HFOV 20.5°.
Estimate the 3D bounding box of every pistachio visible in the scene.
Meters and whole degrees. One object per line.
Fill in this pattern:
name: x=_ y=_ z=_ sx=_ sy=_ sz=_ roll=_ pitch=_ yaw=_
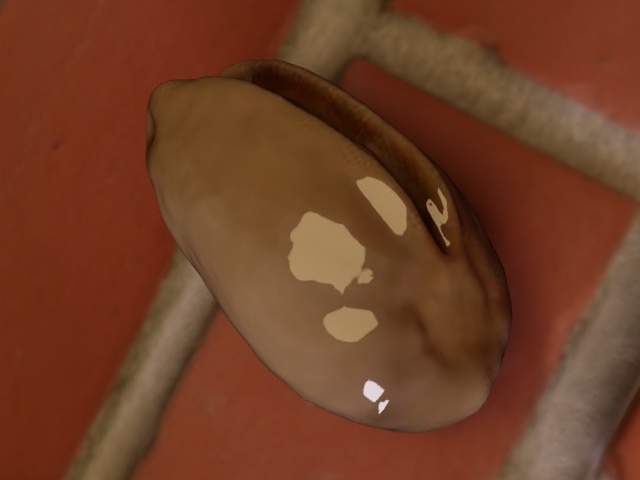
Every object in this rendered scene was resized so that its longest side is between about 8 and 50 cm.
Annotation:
pistachio: x=0.000 y=0.000 z=0.840 sx=0.223 sy=0.126 sz=0.152 roll=49 pitch=140 yaw=22
